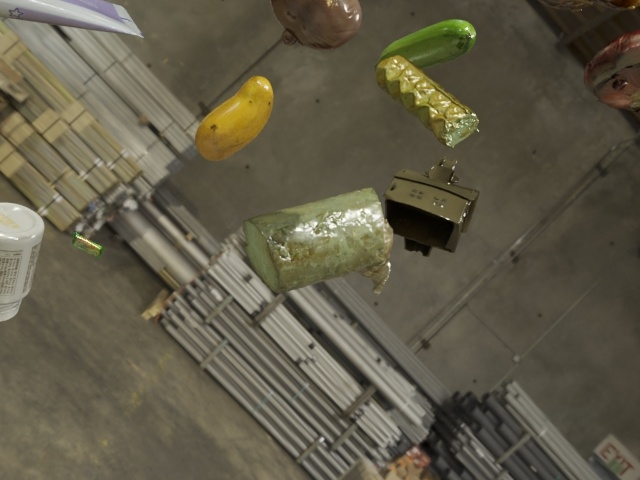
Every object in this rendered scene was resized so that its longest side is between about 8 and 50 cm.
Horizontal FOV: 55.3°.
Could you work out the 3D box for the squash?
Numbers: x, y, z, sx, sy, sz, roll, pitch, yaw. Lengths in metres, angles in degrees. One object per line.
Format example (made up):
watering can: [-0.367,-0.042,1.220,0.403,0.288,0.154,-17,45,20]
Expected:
squash: [0.279,-0.518,1.660,0.107,0.107,0.395,48,-22,-22]

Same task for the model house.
model house: [0.295,-0.105,1.591,0.211,0.243,0.204,19,-33,15]

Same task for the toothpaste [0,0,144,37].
toothpaste: [-0.491,-0.410,1.036,0.371,0.080,0.125,-4,44,-40]

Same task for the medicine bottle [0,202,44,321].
medicine bottle: [-0.396,0.030,0.758,0.079,0.140,0.079,20,28,-11]

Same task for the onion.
onion: [0.831,-0.467,1.605,0.272,0.195,0.272,6,-23,3]

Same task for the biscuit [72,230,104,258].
biscuit: [-0.602,0.014,1.577,0.089,0.046,0.016,29,36,-7]

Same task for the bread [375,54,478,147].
bread: [0.215,-0.302,1.292,0.269,0.098,0.087,50,-15,31]

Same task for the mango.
mango: [-0.204,-0.292,1.511,0.109,0.262,0.157,57,28,10]

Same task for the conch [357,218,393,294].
conch: [0.121,0.024,1.427,0.155,0.130,0.207,-67,141,-58]

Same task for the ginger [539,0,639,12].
ginger: [0.645,-0.697,1.534,0.357,0.152,0.274,20,-10,38]

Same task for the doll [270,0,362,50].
doll: [0.016,-0.352,0.865,0.145,0.188,0.096,63,9,-11]

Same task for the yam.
yam: [0.000,0.000,1.149,0.161,0.268,0.161,166,-90,-71]
